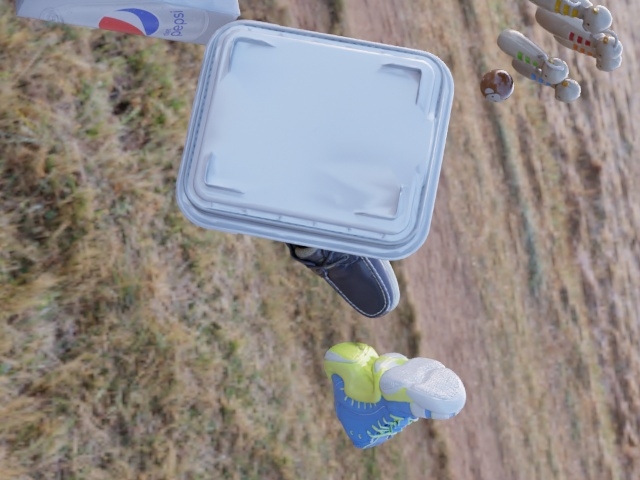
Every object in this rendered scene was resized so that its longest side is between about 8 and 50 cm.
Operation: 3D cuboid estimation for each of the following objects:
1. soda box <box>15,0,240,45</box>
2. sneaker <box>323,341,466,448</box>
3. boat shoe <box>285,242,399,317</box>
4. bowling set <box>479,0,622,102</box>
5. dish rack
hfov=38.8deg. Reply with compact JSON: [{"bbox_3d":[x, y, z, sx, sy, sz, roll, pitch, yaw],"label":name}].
[{"bbox_3d":[-0.257,-0.341,1.220,0.286,0.091,0.098,1,70,-34],"label":"soda box"},{"bbox_3d":[0.094,0.209,1.142,0.091,0.240,0.126,-11,104,-30],"label":"sneaker"},{"bbox_3d":[0.000,0.000,1.264,0.285,0.103,0.092,55,32,-6],"label":"boat shoe"},{"bbox_3d":[0.368,-0.275,1.436,0.199,0.154,0.287,-56,152,12],"label":"bowling set"},{"bbox_3d":[-0.007,-0.137,1.154,0.072,0.333,0.285,83,18,-81],"label":"dish rack"}]
